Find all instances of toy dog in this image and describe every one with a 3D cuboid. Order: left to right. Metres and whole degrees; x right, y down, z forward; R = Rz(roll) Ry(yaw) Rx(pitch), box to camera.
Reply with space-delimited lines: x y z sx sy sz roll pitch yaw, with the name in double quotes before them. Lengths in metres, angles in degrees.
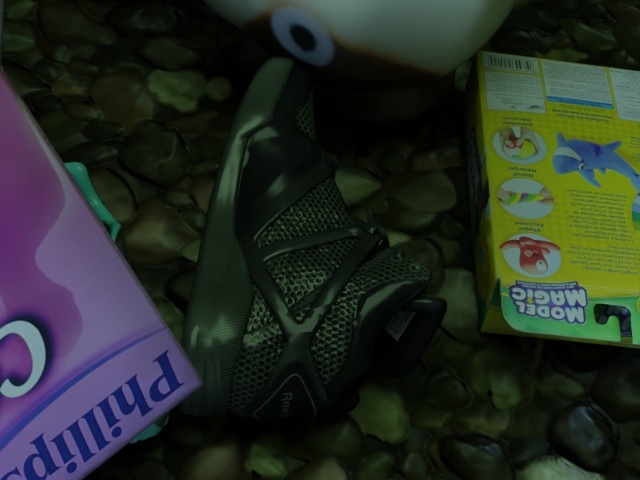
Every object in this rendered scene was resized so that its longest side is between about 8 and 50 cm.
"toy dog" 0.010 -0.262 0.907 0.395 0.284 0.408 16 44 -22

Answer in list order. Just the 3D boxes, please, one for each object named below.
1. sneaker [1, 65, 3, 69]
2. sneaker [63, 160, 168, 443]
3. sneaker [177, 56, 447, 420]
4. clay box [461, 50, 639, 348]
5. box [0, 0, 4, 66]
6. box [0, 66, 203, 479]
"sneaker" -0.230 -0.161 0.862 0.071 0.083 0.191 -11 50 -18
"sneaker" -0.120 0.027 0.713 0.065 0.076 0.166 -14 52 -21
"sneaker" 0.000 0.000 0.759 0.130 0.087 0.227 10 50 -5
"clay box" 0.154 -0.016 0.824 0.127 0.053 0.222 7 48 -5
"box" -0.287 -0.106 0.651 0.262 0.231 0.127 -14 35 -39
"box" -0.208 0.019 0.555 0.213 0.243 0.117 -37 20 -21
